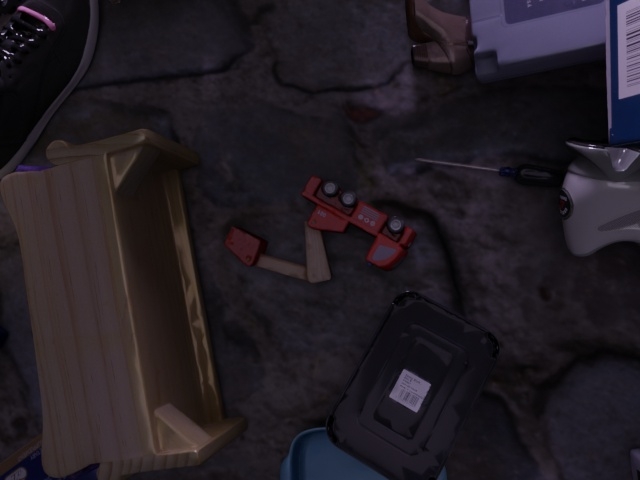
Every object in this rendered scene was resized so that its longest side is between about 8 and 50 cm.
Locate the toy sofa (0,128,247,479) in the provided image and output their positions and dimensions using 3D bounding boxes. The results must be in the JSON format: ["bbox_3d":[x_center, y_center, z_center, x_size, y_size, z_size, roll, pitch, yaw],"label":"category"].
[{"bbox_3d":[-0.215,0.072,0.698,0.177,0.150,0.363,-12,85,11],"label":"toy sofa"}]

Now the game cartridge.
[{"bbox_3d":[0.257,-0.325,0.666,0.196,0.060,0.294,-7,77,27],"label":"game cartridge"}]

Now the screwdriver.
[{"bbox_3d":[0.194,-0.080,0.718,0.169,0.024,0.025,6,59,9],"label":"screwdriver"}]

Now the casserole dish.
[{"bbox_3d":[0.049,0.269,0.710,0.188,0.037,0.114,-2,87,8],"label":"casserole dish"}]

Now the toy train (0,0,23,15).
[{"bbox_3d":[-0.378,-0.358,0.804,0.036,0.027,0.158,41,92,11],"label":"toy train"}]

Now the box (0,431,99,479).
[{"bbox_3d":[-0.295,0.341,0.751,0.136,0.036,0.225,-36,84,4],"label":"box"}]

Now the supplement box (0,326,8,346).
[{"bbox_3d":[-0.606,0.100,0.725,0.356,0.194,0.195,32,91,8],"label":"supplement box"}]

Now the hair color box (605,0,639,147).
[{"bbox_3d":[0.440,-0.174,0.575,0.347,0.105,0.174,-2,92,-18],"label":"hair color box"}]

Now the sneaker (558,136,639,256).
[{"bbox_3d":[0.417,-0.027,0.651,0.330,0.122,0.146,4,105,7],"label":"sneaker"}]

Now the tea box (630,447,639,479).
[{"bbox_3d":[0.491,0.301,0.503,0.323,0.329,0.220,-9,85,7],"label":"tea box"}]

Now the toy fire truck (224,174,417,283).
[{"bbox_3d":[0.000,0.000,0.725,0.192,0.047,0.135,30,91,7],"label":"toy fire truck"}]

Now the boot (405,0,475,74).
[{"bbox_3d":[0.148,-0.252,0.727,0.087,0.042,0.119,-5,87,1],"label":"boot"}]

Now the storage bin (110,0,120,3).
[{"bbox_3d":[-0.226,-0.447,0.675,0.123,0.260,0.262,-3,86,3],"label":"storage bin"}]

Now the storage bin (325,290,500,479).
[{"bbox_3d":[0.098,0.160,0.662,0.122,0.084,0.180,28,76,13],"label":"storage bin"}]

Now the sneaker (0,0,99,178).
[{"bbox_3d":[-0.376,-0.216,0.736,0.104,0.147,0.296,29,90,10],"label":"sneaker"}]
